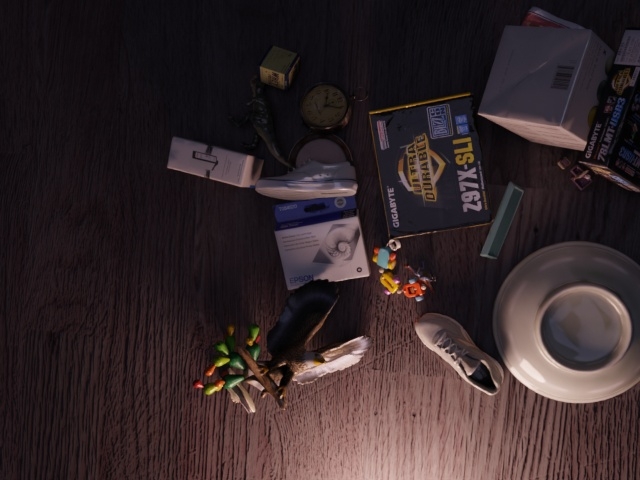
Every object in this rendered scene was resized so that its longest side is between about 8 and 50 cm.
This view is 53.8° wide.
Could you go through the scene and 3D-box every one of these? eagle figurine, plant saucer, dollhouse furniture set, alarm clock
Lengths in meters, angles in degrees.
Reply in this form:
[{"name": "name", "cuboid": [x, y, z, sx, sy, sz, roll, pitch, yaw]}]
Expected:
[{"name": "eagle figurine", "cuboid": [-0.037, 0.273, 1.570, 0.225, 0.298, 0.226, 27, 140, 30]}, {"name": "plant saucer", "cuboid": [0.619, 0.202, 1.503, 0.401, 0.100, 0.400, 1, 93, 10]}, {"name": "dollhouse furniture set", "cuboid": [0.639, -0.189, 1.487, 0.114, 0.081, 0.091, -42, 86, 9]}, {"name": "plant saucer", "cuboid": [0.001, -0.195, 1.627, 0.169, 0.029, 0.168, 0, 92, 10]}, {"name": "alarm clock", "cuboid": [0.031, -0.339, 1.591, 0.192, 0.064, 0.129, -23, 74, 5]}, {"name": "plant saucer", "cuboid": [0.446, -0.045, 1.538, 0.018, 0.067, 0.192, 25, 97, 42]}]

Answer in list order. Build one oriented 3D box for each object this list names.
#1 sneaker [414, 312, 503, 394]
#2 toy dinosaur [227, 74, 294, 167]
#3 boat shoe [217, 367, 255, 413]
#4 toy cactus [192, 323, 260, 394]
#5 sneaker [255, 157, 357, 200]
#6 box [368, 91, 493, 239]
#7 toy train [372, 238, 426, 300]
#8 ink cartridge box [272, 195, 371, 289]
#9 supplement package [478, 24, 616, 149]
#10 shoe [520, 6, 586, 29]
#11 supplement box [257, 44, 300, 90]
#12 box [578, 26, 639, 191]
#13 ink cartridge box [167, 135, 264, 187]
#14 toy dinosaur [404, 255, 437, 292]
[{"name": "sneaker", "cuboid": [0.344, 0.275, 1.543, 0.262, 0.121, 0.099, 38, 98, 6]}, {"name": "toy dinosaur", "cuboid": [-0.165, -0.296, 1.630, 0.118, 0.064, 0.268, -20, 87, 15]}, {"name": "boat shoe", "cuboid": [-0.224, 0.407, 1.686, 0.043, 0.049, 0.137, -35, 81, -2]}, {"name": "toy cactus", "cuboid": [-0.213, 0.329, 1.650, 0.180, 0.112, 0.219, 41, 65, -11]}, {"name": "sneaker", "cuboid": [-0.035, -0.156, 1.586, 0.258, 0.094, 0.091, -1, 75, 6]}, {"name": "box", "cuboid": [0.271, -0.180, 1.557, 0.257, 0.079, 0.321, -9, 91, 9]}, {"name": "toy train", "cuboid": [0.201, 0.074, 1.579, 0.125, 0.046, 0.166, -23, 92, 44]}, {"name": "ink cartridge box", "cuboid": [0.000, 0.000, 1.615, 0.224, 0.045, 0.223, -11, 98, 10]}, {"name": "supplement package", "cuboid": [0.519, -0.324, 1.379, 0.198, 0.263, 0.199, 22, 98, 43]}, {"name": "shoe", "cuboid": [0.558, -0.481, 1.499, 0.178, 0.063, 0.081, 30, 99, 13]}, {"name": "supplement box", "cuboid": [-0.105, -0.438, 1.602, 0.083, 0.056, 0.083, 21, 62, 8]}, {"name": "box", "cuboid": [0.698, -0.269, 1.377, 0.073, 0.296, 0.293, 26, 100, 45]}, {"name": "ink cartridge box", "cuboid": [-0.266, -0.200, 1.614, 0.203, 0.148, 0.085, 15, 97, 10]}, {"name": "toy dinosaur", "cuboid": [0.250, 0.087, 1.594, 0.082, 0.047, 0.090, 13, 108, 29]}]
